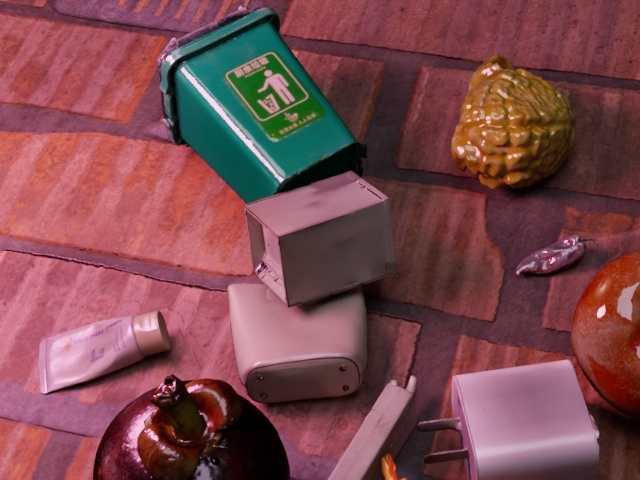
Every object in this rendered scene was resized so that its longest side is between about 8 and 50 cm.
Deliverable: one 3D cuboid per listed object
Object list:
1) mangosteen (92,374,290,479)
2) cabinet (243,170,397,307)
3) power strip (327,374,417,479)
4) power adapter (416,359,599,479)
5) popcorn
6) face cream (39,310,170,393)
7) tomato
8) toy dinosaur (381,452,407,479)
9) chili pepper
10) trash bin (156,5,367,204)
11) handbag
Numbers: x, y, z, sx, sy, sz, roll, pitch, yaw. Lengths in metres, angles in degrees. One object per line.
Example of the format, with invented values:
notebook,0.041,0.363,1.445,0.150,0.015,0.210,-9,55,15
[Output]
mangosteen,-0.178,0.332,1.763,0.297,0.293,0.297,27,18,-9
cabinet,0.000,0.000,2.060,0.206,0.150,0.145,-18,30,-20
power strip,0.086,0.315,1.884,0.053,0.093,0.288,20,54,24
power adapter,0.278,0.294,1.869,0.255,0.124,0.187,-9,47,-2
popcorn,0.369,-0.215,2.284,0.225,0.174,0.286,21,41,3
face cream,-0.371,0.182,2.065,0.224,0.070,0.114,-15,49,3
tomato,0.523,0.154,1.908,0.270,0.222,0.270,1,72,-4
toy dinosaur,0.173,0.434,1.789,0.117,0.070,0.288,-13,59,-30
chili pepper,0.413,0.028,2.145,0.153,0.041,0.050,-28,30,1
trash bin,-0.112,-0.202,2.257,0.259,0.295,0.381,-29,63,-20
handbag,-0.039,0.123,2.059,0.241,0.109,0.315,-5,45,-1
